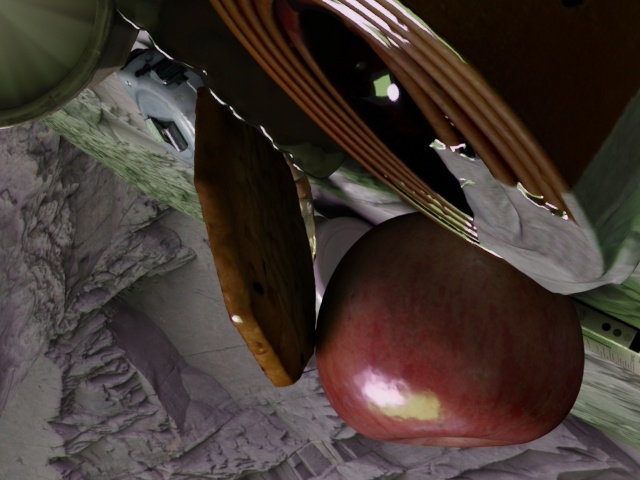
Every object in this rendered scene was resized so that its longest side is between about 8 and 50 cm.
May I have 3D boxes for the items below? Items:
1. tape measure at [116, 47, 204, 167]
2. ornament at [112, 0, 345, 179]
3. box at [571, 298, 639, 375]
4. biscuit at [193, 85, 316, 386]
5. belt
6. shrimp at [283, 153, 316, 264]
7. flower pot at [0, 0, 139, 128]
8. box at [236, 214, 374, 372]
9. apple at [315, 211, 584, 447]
[{"bbox_3d":[-0.139,-0.100,1.122,0.164,0.084,0.330,26,152,55],"label":"tape measure"},{"bbox_3d":[-0.078,-0.166,0.736,0.251,0.106,0.260,42,178,-25],"label":"ornament"},{"bbox_3d":[0.326,0.102,1.152,0.247,0.033,0.129,28,172,25],"label":"box"},{"bbox_3d":[-0.063,-0.012,0.967,0.046,0.359,0.359,-12,163,9],"label":"biscuit"},{"bbox_3d":[0.083,-0.094,0.448,0.217,0.122,0.339,27,171,43],"label":"belt"},{"bbox_3d":[-0.050,-0.050,1.257,0.115,0.051,0.217,26,138,51],"label":"shrimp"},{"bbox_3d":[-0.259,-0.202,0.745,0.212,0.212,0.202,31,-173,-4],"label":"flower pot"},{"bbox_3d":[0.018,0.057,1.438,0.262,0.291,0.206,41,147,-19],"label":"box"},{"bbox_3d":[0.149,0.103,1.012,0.345,0.269,0.345,3,162,1],"label":"apple"}]
